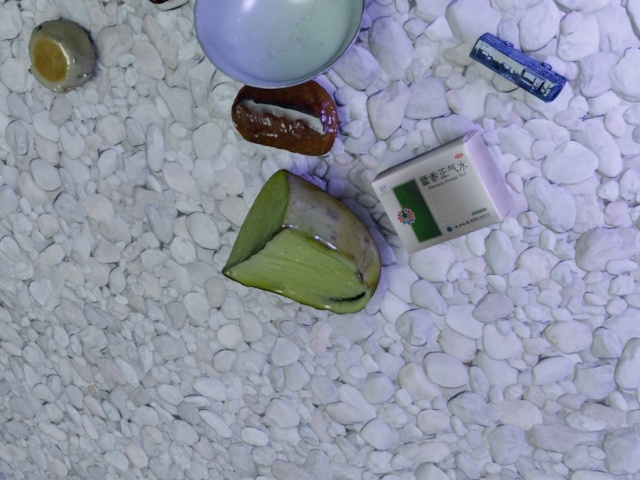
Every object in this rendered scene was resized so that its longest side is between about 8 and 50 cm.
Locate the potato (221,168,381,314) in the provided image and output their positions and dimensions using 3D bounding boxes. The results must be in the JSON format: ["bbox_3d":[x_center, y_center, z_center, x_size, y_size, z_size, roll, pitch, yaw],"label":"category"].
[{"bbox_3d":[0.000,0.000,1.672,0.280,0.212,0.330,28,152,-15],"label":"potato"}]

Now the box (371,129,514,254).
[{"bbox_3d":[0.231,-0.090,1.537,0.212,0.095,0.168,-22,99,36],"label":"box"}]

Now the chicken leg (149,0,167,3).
[{"bbox_3d":[-0.372,-0.579,1.661,0.093,0.053,0.205,-37,101,15],"label":"chicken leg"}]

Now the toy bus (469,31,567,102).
[{"bbox_3d":[0.337,-0.295,1.387,0.166,0.065,0.047,34,125,12],"label":"toy bus"}]

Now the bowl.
[{"bbox_3d":[-0.063,-0.396,1.492,0.313,0.146,0.313,-2,75,9],"label":"bowl"}]

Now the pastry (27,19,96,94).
[{"bbox_3d":[-0.589,-0.418,1.842,0.166,0.088,0.166,14,120,25],"label":"pastry"}]

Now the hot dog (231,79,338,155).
[{"bbox_3d":[-0.064,-0.246,1.621,0.227,0.099,0.160,21,123,18],"label":"hot dog"}]
